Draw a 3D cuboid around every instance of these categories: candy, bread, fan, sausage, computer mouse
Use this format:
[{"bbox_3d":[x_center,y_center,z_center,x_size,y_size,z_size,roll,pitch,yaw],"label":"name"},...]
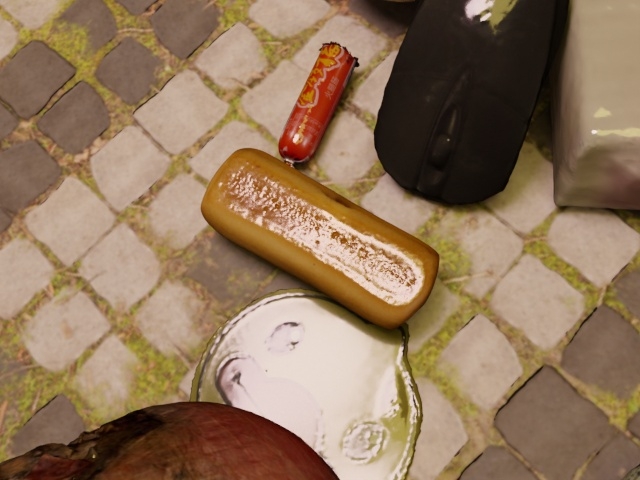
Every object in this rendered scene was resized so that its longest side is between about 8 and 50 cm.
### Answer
[{"bbox_3d":[0.324,-0.203,0.805,0.208,0.145,0.358,0,69,7],"label":"candy"},{"bbox_3d":[0.000,0.000,0.811,0.239,0.074,0.092,31,80,16],"label":"bread"},{"bbox_3d":[-0.048,0.180,0.785,0.335,0.011,0.229,-38,70,-7],"label":"fan"},{"bbox_3d":[-0.009,-0.135,0.877,0.050,0.048,0.145,20,76,19],"label":"sausage"},{"bbox_3d":[0.135,-0.151,0.769,0.138,0.086,0.269,22,114,11],"label":"computer mouse"}]

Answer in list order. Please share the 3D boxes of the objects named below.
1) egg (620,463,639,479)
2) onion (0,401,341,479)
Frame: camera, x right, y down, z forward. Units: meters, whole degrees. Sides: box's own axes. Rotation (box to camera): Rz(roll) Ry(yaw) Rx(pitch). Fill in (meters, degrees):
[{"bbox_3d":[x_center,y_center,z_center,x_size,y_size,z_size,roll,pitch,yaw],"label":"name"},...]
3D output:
[{"bbox_3d":[0.289,0.252,0.654,0.132,0.132,0.172,-7,82,5],"label":"egg"},{"bbox_3d":[-0.133,0.278,0.594,0.354,0.353,0.353,-2,70,6],"label":"onion"}]
